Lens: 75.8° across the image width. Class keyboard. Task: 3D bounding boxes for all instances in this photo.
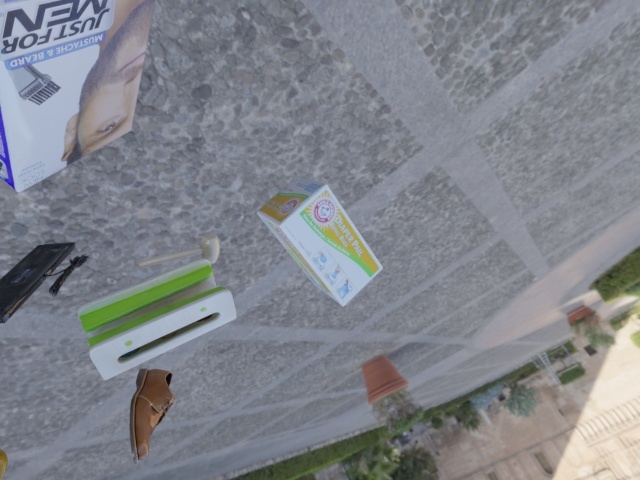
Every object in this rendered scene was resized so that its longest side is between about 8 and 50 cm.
[{"bbox_3d":[-0.742,0.100,1.083,0.202,0.317,0.033,-3,124,5],"label":"keyboard"}]

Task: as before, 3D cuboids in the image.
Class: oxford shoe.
[{"bbox_3d":[-0.325,0.326,0.799,0.076,0.212,0.076,1,118,-14],"label":"oxford shoe"}]

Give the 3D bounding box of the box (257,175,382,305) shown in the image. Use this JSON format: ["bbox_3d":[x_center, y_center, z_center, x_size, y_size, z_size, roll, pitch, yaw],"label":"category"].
[{"bbox_3d":[0.000,0.000,0.728,0.103,0.114,0.203,-43,119,-11],"label":"box"}]

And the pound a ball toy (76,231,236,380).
[{"bbox_3d":[-0.329,0.133,0.883,0.319,0.208,0.135,-23,136,-26],"label":"pound a ball toy"}]

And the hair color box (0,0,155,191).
[{"bbox_3d":[-0.280,-0.216,0.424,0.339,0.110,0.185,-41,-172,50],"label":"hair color box"}]

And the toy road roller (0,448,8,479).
[{"bbox_3d":[-0.615,0.392,0.565,0.203,0.329,0.241,5,166,30],"label":"toy road roller"}]
